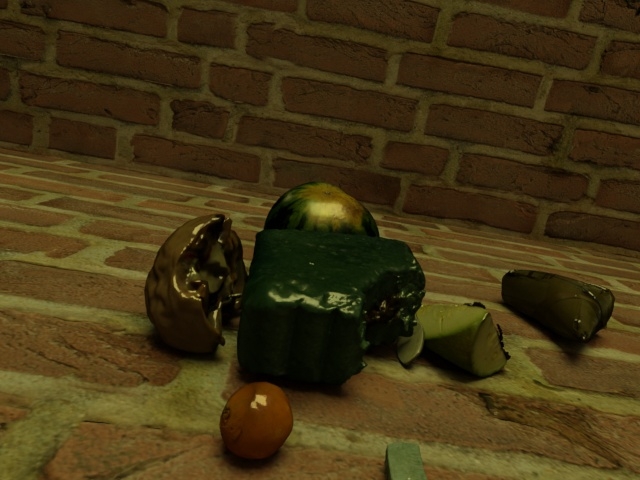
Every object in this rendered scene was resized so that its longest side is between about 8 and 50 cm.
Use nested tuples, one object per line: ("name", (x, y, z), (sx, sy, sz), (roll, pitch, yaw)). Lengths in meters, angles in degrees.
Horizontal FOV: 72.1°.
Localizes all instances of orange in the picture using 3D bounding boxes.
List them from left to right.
("orange", (-0.071, 0.200, 0.489), (0.084, 0.083, 0.083), (10, 14, -2))

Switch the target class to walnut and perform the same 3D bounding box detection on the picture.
("walnut", (-0.209, 0.060, 0.729), (0.142, 0.203, 0.238), (-3, 13, 4))

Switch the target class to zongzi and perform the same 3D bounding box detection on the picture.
("zongzi", (0.517, 0.152, 1.030), (0.289, 0.122, 0.260), (-9, 19, -44))

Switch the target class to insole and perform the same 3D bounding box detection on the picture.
("insole", (0.165, 0.169, 0.820), (0.010, 0.063, 0.192), (44, 16, -7))

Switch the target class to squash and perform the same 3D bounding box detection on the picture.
("squash", (0.204, 0.150, 0.821), (0.252, 0.093, 0.169), (27, -22, 48))

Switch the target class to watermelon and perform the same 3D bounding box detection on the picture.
("watermelon", (0.000, -0.003, 0.994), (0.270, 0.268, 0.269), (10, 14, -2))

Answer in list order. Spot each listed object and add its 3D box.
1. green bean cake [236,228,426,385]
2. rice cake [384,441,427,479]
("green bean cake", (0.025, 0.105, 0.736), (0.301, 0.168, 0.307), (7, 19, -6))
("rice cake", (0.096, 0.274, 0.386), (0.045, 0.042, 0.245), (6, 15, -5))
